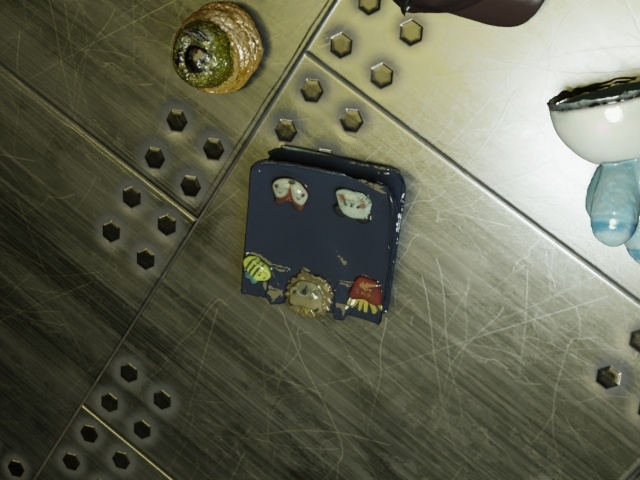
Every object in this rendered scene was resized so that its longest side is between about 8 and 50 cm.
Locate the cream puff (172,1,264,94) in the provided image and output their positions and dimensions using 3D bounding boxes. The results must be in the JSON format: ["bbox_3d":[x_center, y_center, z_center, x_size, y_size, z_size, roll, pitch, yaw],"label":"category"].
[{"bbox_3d":[-0.218,-0.369,1.884,0.183,0.169,0.183,5,106,19],"label":"cream puff"}]

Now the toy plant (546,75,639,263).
[{"bbox_3d":[0.535,-0.109,1.667,0.247,0.247,0.332,-12,102,22],"label":"toy plant"}]

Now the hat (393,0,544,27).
[{"bbox_3d":[0.231,-0.486,1.676,0.336,0.209,0.238,23,107,11],"label":"hat"}]

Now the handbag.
[{"bbox_3d":[0.000,0.000,1.937,0.303,0.122,0.329,13,110,15],"label":"handbag"}]
